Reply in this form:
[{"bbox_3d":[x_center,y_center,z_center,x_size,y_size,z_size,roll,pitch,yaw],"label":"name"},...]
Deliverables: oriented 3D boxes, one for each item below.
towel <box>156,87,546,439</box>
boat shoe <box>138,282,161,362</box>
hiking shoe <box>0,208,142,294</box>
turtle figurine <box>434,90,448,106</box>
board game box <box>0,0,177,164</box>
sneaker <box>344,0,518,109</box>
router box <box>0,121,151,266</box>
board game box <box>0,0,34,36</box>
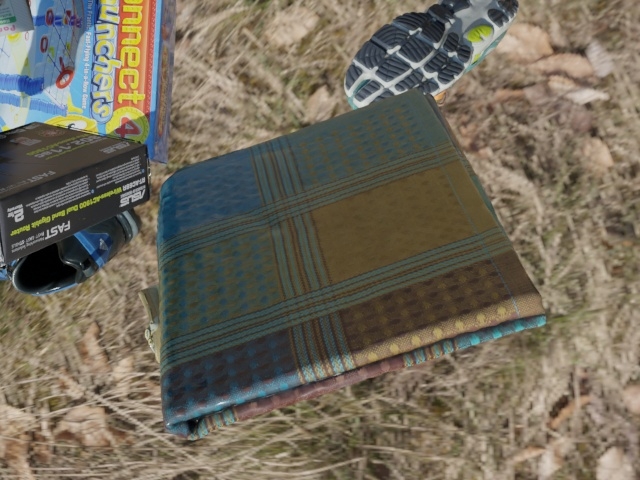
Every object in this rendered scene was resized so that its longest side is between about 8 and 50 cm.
[{"bbox_3d":[0.000,0.000,0.878,0.271,0.370,0.040,-18,120,2],"label":"towel"},{"bbox_3d":[-0.228,0.118,1.544,0.048,0.056,0.153,-13,43,0],"label":"boat shoe"},{"bbox_3d":[-0.368,0.009,1.398,0.113,0.304,0.132,55,43,-23],"label":"hiking shoe"},{"bbox_3d":[0.155,-0.238,1.698,0.087,0.217,0.269,34,100,-9],"label":"turtle figurine"},{"bbox_3d":[-0.357,-0.265,1.524,0.302,0.086,0.308,3,90,6],"label":"board game box"},{"bbox_3d":[0.135,-0.209,1.305,0.107,0.110,0.275,43,56,18],"label":"sneaker"},{"bbox_3d":[-0.170,-0.031,0.630,0.122,0.092,0.038,-32,129,-52],"label":"router box"},{"bbox_3d":[-0.456,-0.347,1.191,0.224,0.303,0.097,-15,47,-10],"label":"board game box"}]
